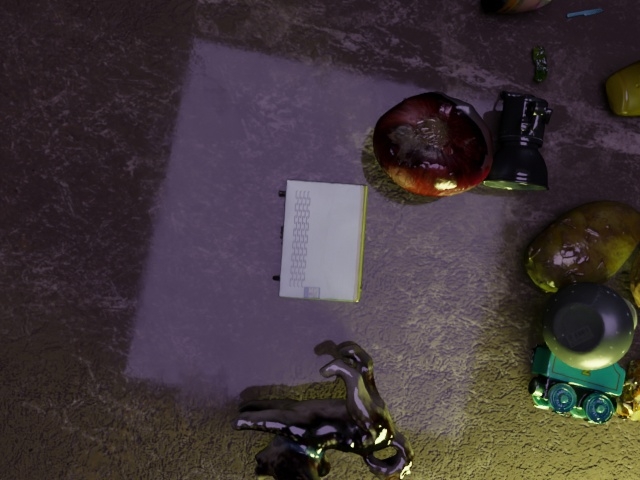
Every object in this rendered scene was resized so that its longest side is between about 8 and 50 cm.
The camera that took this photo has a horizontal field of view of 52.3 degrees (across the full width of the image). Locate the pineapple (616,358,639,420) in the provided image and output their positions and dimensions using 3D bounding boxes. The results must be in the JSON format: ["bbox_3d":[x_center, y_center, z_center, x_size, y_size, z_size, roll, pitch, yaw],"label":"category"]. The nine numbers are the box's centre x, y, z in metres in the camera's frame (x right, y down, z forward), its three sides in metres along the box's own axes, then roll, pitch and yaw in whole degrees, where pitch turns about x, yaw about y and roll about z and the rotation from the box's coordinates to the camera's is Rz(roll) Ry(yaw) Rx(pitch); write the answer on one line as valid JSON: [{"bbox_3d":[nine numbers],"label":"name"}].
[{"bbox_3d":[0.788,0.342,1.498,0.186,0.114,0.236,43,97,-2],"label":"pineapple"}]

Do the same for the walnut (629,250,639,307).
[{"bbox_3d":[0.802,0.079,1.448,0.213,0.213,0.213,0,89,-3],"label":"walnut"}]

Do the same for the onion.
[{"bbox_3d":[0.241,-0.195,1.445,0.272,0.195,0.272,7,56,-10],"label":"onion"}]

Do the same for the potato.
[{"bbox_3d":[0.600,0.012,1.464,0.298,0.141,0.176,-28,101,-3],"label":"potato"}]

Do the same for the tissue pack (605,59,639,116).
[{"bbox_3d":[0.747,-0.347,1.458,0.127,0.178,0.123,-10,89,-23],"label":"tissue pack"}]

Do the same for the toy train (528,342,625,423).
[{"bbox_3d":[0.577,0.319,1.475,0.203,0.112,0.163,16,83,-5],"label":"toy train"}]

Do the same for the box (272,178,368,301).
[{"bbox_3d":[0.000,0.000,1.482,0.210,0.045,0.270,2,90,-3],"label":"box"}]

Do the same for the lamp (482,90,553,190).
[{"bbox_3d":[0.449,-0.232,1.447,0.147,0.172,0.228,7,91,-1],"label":"lamp"}]

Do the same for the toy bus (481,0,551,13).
[{"bbox_3d":[0.465,-0.700,1.453,0.162,0.171,0.386,4,90,-6],"label":"toy bus"}]

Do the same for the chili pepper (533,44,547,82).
[{"bbox_3d":[0.514,-0.412,1.523,0.030,0.034,0.091,-2,90,30],"label":"chili pepper"}]

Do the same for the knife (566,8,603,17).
[{"bbox_3d":[0.625,-0.537,1.539,0.091,0.005,0.014,-11,89,-4],"label":"knife"}]

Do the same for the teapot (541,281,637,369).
[{"bbox_3d":[0.597,0.176,1.403,0.183,0.250,0.184,-1,89,40],"label":"teapot"}]

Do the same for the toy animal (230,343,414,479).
[{"bbox_3d":[0.010,0.432,1.405,0.344,0.194,0.303,-31,85,3],"label":"toy animal"}]
